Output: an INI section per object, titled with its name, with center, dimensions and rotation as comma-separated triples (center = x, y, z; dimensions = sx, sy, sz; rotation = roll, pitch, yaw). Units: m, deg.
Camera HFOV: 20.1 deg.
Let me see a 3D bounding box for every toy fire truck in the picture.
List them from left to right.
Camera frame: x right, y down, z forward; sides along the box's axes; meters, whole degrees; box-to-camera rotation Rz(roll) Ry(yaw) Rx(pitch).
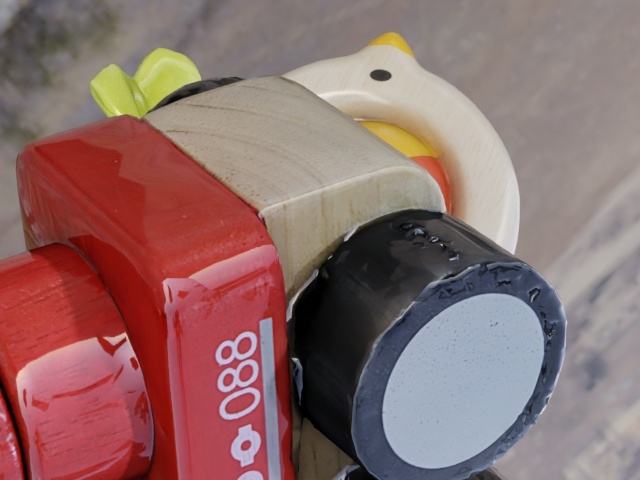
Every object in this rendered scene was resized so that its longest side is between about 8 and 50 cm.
[toy fire truck]
center = -0.067, 0.102, 0.403
dimensions = 0.246, 0.158, 0.217
rotation = -19, 125, -26

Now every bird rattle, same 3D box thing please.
[bird rattle]
center = 0.000, 0.000, 0.879
dimensions = 0.207, 0.253, 0.143
rotation = -32, 149, -6
